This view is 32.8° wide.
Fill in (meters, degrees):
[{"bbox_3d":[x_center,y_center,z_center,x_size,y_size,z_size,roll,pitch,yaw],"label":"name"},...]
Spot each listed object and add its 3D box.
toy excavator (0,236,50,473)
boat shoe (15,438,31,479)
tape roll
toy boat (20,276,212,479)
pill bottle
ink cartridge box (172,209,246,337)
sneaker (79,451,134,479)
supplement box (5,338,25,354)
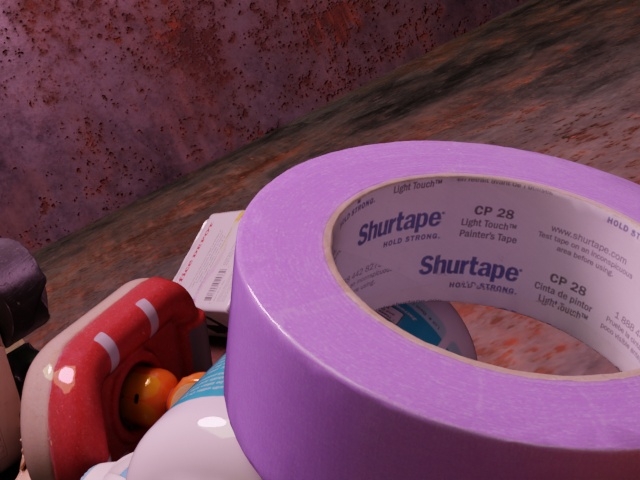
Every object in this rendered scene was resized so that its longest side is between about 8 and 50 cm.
[{"bbox_3d":[-0.478,0.154,1.163,0.445,0.433,0.222,21,41,34],"label":"toy excavator"},{"bbox_3d":[-0.252,0.194,1.013,0.063,0.059,0.170,-22,13,17],"label":"boat shoe"},{"bbox_3d":[0.090,0.047,0.555,0.274,0.090,0.275,5,30,-3],"label":"tape roll"},{"bbox_3d":[-0.137,0.133,0.902,0.151,0.151,0.231,6,26,24],"label":"toy boat"},{"bbox_3d":[-0.014,0.126,0.630,0.146,0.146,0.264,-17,15,34],"label":"pill bottle"},{"bbox_3d":[-0.084,0.036,1.173,0.175,0.072,0.127,-3,57,60],"label":"ink cartridge box"},{"bbox_3d":[-0.121,0.195,0.702,0.092,0.087,0.229,-23,15,10],"label":"sneaker"},{"bbox_3d":[-0.419,0.164,1.395,0.056,0.083,0.083,-13,18,43],"label":"supplement box"}]
